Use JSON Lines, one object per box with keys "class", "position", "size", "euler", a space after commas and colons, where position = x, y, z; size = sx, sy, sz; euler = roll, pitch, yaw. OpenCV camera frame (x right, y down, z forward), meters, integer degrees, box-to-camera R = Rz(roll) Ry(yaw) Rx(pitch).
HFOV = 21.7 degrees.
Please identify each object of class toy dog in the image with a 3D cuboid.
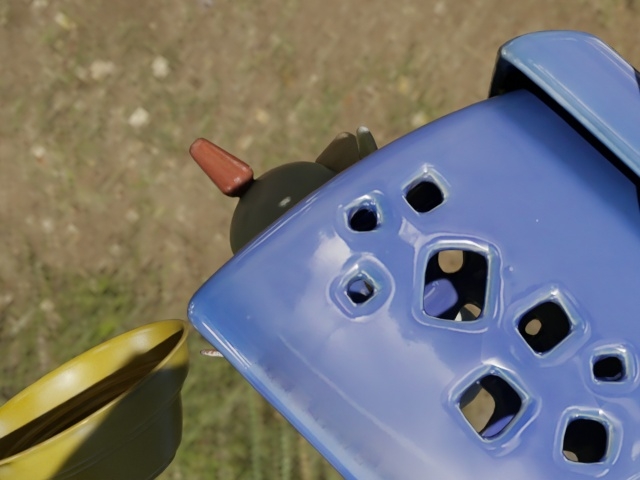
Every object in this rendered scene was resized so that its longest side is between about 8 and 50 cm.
{"class": "toy dog", "position": [0.000, 0.000, 1.085], "size": [0.220, 0.161, 0.334], "euler": [-59, -159, -18]}

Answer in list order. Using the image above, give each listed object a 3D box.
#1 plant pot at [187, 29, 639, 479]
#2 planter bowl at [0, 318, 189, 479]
{"class": "plant pot", "position": [0.104, 0.048, 0.764], "size": [0.212, 0.236, 0.236], "euler": [-45, 172, -3]}
{"class": "planter bowl", "position": [-0.179, 0.158, 1.350], "size": [0.217, 0.090, 0.217], "euler": [-28, -167, 7]}
